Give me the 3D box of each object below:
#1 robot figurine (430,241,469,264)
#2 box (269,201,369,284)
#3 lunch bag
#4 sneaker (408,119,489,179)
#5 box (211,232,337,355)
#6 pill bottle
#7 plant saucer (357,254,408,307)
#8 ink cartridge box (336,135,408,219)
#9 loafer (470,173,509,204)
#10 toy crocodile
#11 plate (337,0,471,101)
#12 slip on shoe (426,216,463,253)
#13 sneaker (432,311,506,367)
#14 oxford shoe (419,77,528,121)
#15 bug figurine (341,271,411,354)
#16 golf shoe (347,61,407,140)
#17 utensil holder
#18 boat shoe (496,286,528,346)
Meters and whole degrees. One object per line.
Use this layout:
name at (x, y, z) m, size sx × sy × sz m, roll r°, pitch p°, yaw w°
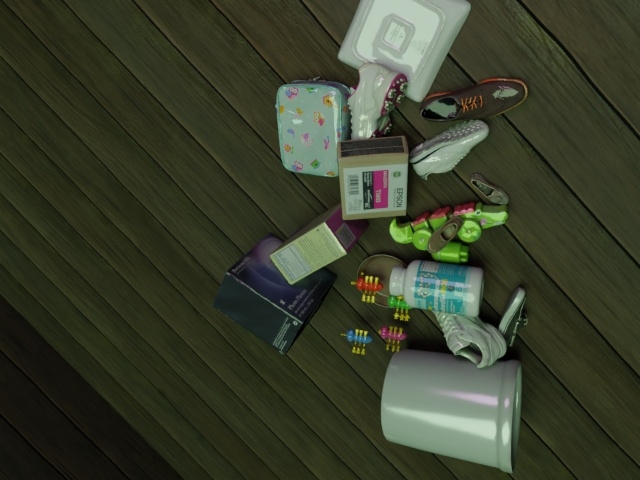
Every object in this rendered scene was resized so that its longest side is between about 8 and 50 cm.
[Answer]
robot figurine at (0.386, 0.036, 1.555) m, size 0.115 × 0.067 × 0.101 m, roll 4°, pitch 129°, yaw 23°
box at (0.000, 0.000, 1.626) m, size 0.243 × 0.213 × 0.117 m, roll -30°, pitch 100°, yaw 33°
lunch bag at (-0.021, -0.338, 1.527) m, size 0.223 × 0.108 × 0.279 m, roll 10°, pitch 119°, yaw 22°
sneaker at (0.360, -0.248, 1.422) m, size 0.235 × 0.090 × 0.095 m, roll -22°, pitch 117°, yaw 36°
box at (-0.149, 0.169, 1.733) m, size 0.294 × 0.296 × 0.183 m, roll 32°, pitch 125°, yaw 7°
pill bottle at (0.344, 0.137, 1.536) m, size 0.264 × 0.146 × 0.146 m, roll 6°, pitch 118°, yaw 22°
plant saucer at (0.219, 0.128, 1.699) m, size 0.198 × 0.036 × 0.199 m, roll 10°, pitch 119°, yaw 19°
ink cartridge box at (0.148, -0.172, 1.466) m, size 0.193 × 0.088 × 0.235 m, roll -4°, pitch 137°, yaw 4°
loafer at (0.469, -0.137, 1.443) m, size 0.125 × 0.039 × 0.045 m, roll 37°, pitch 125°, yaw 4°
toy crocodile at (0.365, -0.052, 1.489) m, size 0.340 × 0.115 × 0.105 m, roll -12°, pitch 109°, yaw 30°
plate at (0.205, -0.542, 1.355) m, size 0.278 × 0.045 × 0.277 m, roll 31°, pitch 123°, yaw 7°
slip on shoe at (0.340, -0.010, 1.428) m, size 0.051 × 0.041 × 0.135 m, roll 45°, pitch 125°, yaw 3°
sneaker at (0.420, 0.255, 1.575) m, size 0.305 × 0.152 × 0.114 m, roll 44°, pitch 136°, yaw 24°
oxford shoe at (0.390, -0.350, 1.334) m, size 0.271 × 0.098 × 0.097 m, roll -8°, pitch 112°, yaw 28°
bug figurine at (0.189, 0.244, 1.695) m, size 0.216 × 0.072 × 0.279 m, roll 13°, pitch 108°, yaw 9°
golf shoe at (0.132, -0.355, 1.448) m, size 0.140 × 0.115 × 0.306 m, roll 40°, pitch 134°, yaw 18°
utensil holder at (0.419, 0.519, 1.635) m, size 0.385 × 0.327 × 0.328 m, roll 2°, pitch 116°, yaw 25°
boat shoe at (0.588, 0.233, 1.562) m, size 0.070 × 0.078 × 0.219 m, roll 20°, pitch 130°, yaw 15°
